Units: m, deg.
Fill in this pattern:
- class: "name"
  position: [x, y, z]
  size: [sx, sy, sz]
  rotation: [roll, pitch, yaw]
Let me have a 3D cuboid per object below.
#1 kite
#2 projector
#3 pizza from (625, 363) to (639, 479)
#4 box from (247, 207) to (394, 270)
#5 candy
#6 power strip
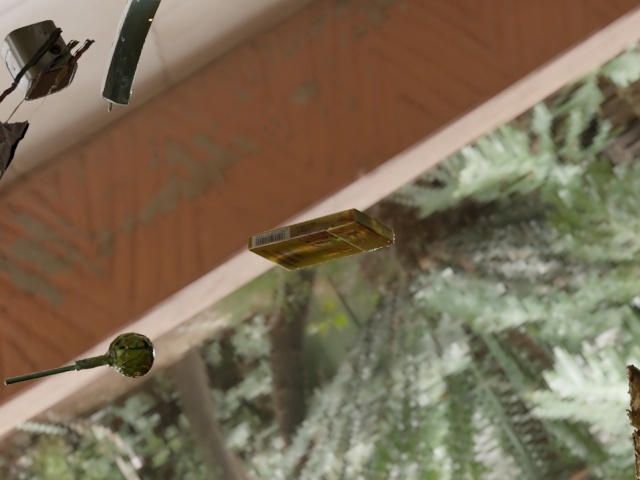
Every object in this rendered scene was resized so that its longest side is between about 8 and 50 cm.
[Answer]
- class: "kite"
  position: [-0.376, -0.147, 1.709]
  size: [0.152, 0.015, 0.285]
  rotation: [17, -115, 44]
- class: "projector"
  position: [-0.420, -0.269, 2.126]
  size: [0.083, 0.082, 0.083]
  rotation: [-23, 165, -28]
- class: "pizza"
  position: [0.546, 0.303, 2.057]
  size: [0.251, 0.288, 0.074]
  rotation: [-9, -178, -41]
- class: "box"
  position: [0.000, 0.000, 1.691]
  size: [0.156, 0.022, 0.089]
  rotation: [-13, 156, 31]
- class: "candy"
  position: [-0.307, 0.161, 1.824]
  size: [0.194, 0.062, 0.058]
  rotation: [-13, 132, -10]
- class: "power strip"
  position: [-0.288, -0.289, 2.145]
  size: [0.137, 0.044, 0.216]
  rotation: [-114, -137, -67]
